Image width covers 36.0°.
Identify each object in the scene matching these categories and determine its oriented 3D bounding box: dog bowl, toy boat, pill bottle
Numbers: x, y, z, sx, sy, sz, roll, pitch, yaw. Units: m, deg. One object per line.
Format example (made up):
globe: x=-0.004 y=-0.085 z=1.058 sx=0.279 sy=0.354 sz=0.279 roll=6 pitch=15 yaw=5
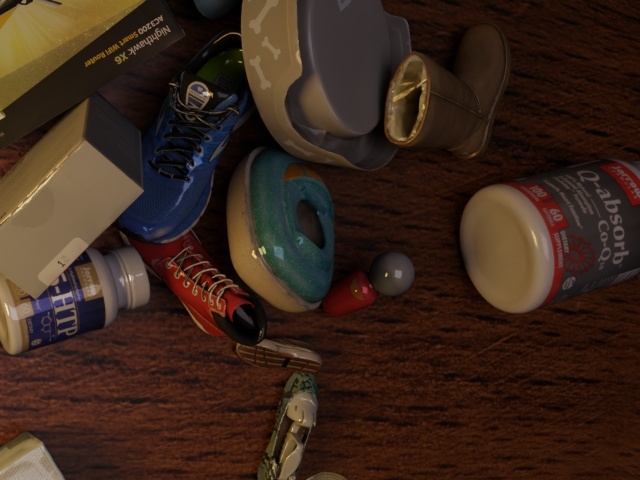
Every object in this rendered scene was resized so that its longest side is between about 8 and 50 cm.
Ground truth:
dog bowl: x=0.013 y=-0.266 z=1.365 sx=0.348 sy=0.102 sz=0.349 roll=11 pitch=78 yaw=-61
toy boat: x=0.000 y=0.000 z=1.391 sx=0.318 sy=0.148 sz=0.268 roll=42 pitch=31 yaw=-40
pill bottle: x=-0.321 y=0.068 z=1.265 sx=0.186 sy=0.112 sz=0.112 roll=-17 pitch=100 yaw=-28
pill bottle: x=0.428 y=-0.021 z=1.623 sx=0.362 sy=0.210 sz=0.210 roll=-15 pitch=99 yaw=-28

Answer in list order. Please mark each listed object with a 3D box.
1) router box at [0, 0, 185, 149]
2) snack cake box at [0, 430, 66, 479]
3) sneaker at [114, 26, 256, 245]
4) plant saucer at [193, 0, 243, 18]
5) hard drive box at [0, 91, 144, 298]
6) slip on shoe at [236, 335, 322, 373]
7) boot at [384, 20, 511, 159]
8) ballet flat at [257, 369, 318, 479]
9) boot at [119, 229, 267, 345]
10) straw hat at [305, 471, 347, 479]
router box: x=-0.355 y=-0.273 z=1.168 sx=0.308 sy=0.081 sz=0.243 roll=-33 pitch=122 yaw=-3
snack cake box: x=-0.366 y=0.399 z=1.265 sx=0.152 sy=0.089 sz=0.264 roll=-33 pitch=107 yaw=-26
sneaker: x=-0.176 y=-0.147 z=1.288 sx=0.129 sy=0.147 sz=0.330 roll=23 pitch=68 yaw=3
plant saucer: x=-0.113 y=-0.393 z=1.337 sx=0.195 sy=0.037 sz=0.195 roll=-55 pitch=156 yaw=-40
hard drive box: x=-0.304 y=-0.064 z=1.171 sx=0.181 sy=0.232 sz=0.089 roll=-43 pitch=113 yaw=9
slip on shoe: x=-0.061 y=0.161 z=1.455 sx=0.135 sy=0.051 sz=0.041 roll=13 pitch=44 yaw=-20
boot: x=0.196 y=-0.241 z=1.484 sx=0.269 sy=0.089 sz=0.236 roll=6 pitch=89 yaw=-60
ballet flat: x=-0.036 y=0.284 z=1.458 sx=0.070 sy=0.070 sz=0.188 roll=20 pitch=82 yaw=-28
boot: x=-0.167 y=0.036 z=1.313 sx=0.088 sy=0.176 sz=0.244 roll=-43 pitch=109 yaw=-16
straw hat: x=0.014 y=0.429 z=1.493 sx=0.144 sy=0.061 sz=0.145 roll=-1 pitch=92 yaw=-30
